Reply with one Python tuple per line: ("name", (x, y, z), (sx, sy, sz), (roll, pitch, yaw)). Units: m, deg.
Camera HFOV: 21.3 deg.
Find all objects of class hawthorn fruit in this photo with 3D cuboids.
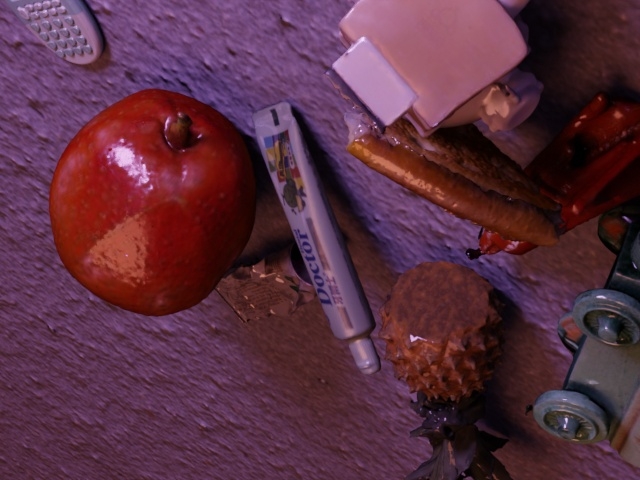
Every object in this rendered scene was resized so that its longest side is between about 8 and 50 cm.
("hawthorn fruit", (-0.144, -0.050, 1.520), (0.196, 0.196, 0.225), (36, 143, 5))

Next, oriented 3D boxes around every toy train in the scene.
("toy train", (0.274, 0.088, 1.346), (0.177, 0.116, 0.285), (20, 145, 7))

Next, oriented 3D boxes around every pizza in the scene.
("pizza", (0.093, -0.061, 1.274), (0.185, 0.195, 0.052), (27, 110, -10))

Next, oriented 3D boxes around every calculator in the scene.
("calculator", (-0.256, -0.223, 1.568), (0.095, 0.021, 0.153), (-2, 131, 47))

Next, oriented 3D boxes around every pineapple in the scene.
("pineapple", (0.124, 0.146, 1.550), (0.130, 0.119, 0.277), (28, 149, 30))

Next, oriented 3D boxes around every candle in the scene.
("candle", (0.189, -0.039, 1.304), (0.084, 0.059, 0.302), (49, 149, 2))

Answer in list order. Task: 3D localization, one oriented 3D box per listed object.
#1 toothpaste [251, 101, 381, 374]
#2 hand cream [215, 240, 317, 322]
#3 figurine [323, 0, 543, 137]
("toothpaste", (0.000, 0.000, 1.507), (0.067, 0.037, 0.255), (-12, 100, 57))
("hand cream", (-0.049, 0.039, 1.670), (0.084, 0.050, 0.257), (44, 152, -14))
("figurine", (0.086, -0.144, 1.175), (0.162, 0.141, 0.237), (46, -169, 4))
